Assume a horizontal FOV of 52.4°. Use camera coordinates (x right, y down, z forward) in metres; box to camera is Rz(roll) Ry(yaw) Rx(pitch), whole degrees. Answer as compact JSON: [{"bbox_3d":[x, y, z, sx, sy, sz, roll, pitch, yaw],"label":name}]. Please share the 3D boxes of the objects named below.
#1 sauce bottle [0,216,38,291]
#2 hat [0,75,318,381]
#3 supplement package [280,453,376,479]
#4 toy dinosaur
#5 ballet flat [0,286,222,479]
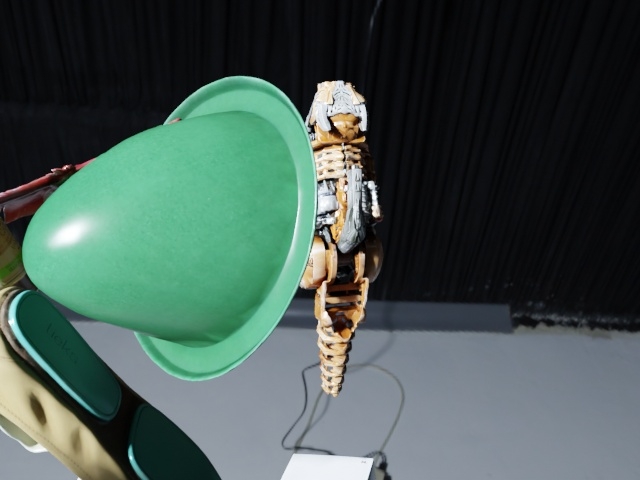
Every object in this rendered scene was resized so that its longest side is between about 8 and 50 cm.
[{"bbox_3d":[-0.474,-0.055,0.784,0.112,0.344,0.111,-18,28,10],"label":"sauce bottle"},{"bbox_3d":[-0.133,-0.011,0.325,0.184,0.208,0.173,12,33,-46],"label":"hat"},{"bbox_3d":[0.009,0.495,1.066,0.150,0.203,0.194,-2,17,17],"label":"supplement package"},{"bbox_3d":[0.000,0.000,0.708,0.165,0.321,0.218,18,2,-17],"label":"toy dinosaur"},{"bbox_3d":[-0.149,0.129,0.432,0.073,0.232,0.080,-31,19,12],"label":"ballet flat"}]
